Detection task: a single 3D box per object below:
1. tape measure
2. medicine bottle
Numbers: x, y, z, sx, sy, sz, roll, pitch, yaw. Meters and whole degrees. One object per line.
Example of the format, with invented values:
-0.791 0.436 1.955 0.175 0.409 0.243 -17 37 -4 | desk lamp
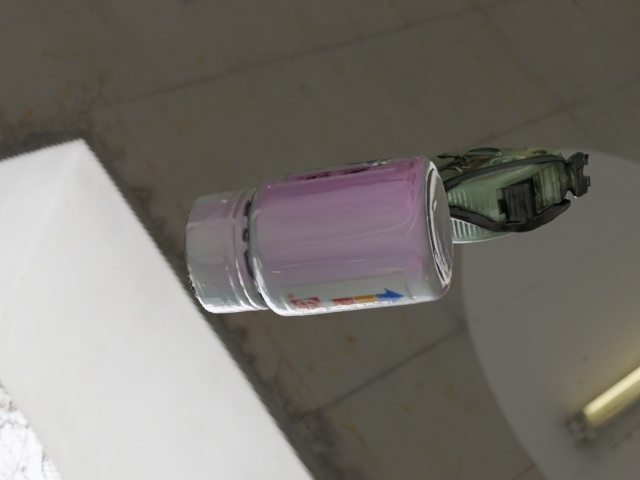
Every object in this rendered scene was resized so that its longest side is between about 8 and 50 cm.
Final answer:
0.228 -0.071 1.524 0.207 0.235 0.115 -28 -67 -51 | tape measure
0.000 0.000 1.125 0.254 0.152 0.152 -6 -134 18 | medicine bottle
